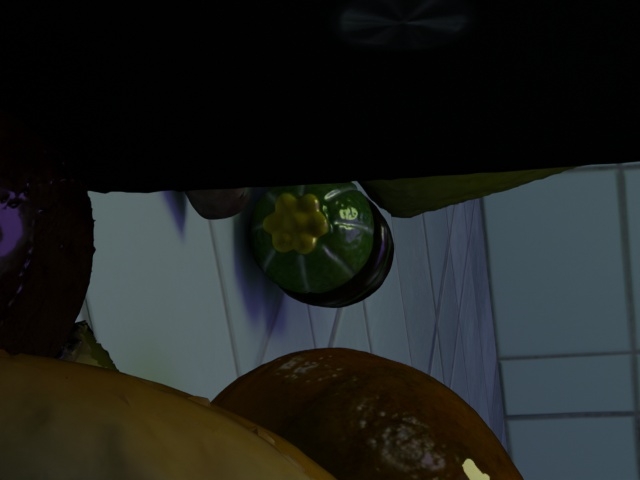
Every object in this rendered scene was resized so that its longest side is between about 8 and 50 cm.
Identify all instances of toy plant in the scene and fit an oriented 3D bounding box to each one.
[{"bbox_3d":[0.000,0.000,1.214,0.162,0.093,0.093,39,48,-76],"label":"toy plant"}]

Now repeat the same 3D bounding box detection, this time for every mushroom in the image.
[{"bbox_3d":[-0.131,0.008,0.590,0.127,0.087,0.127,-52,152,-43],"label":"mushroom"}]

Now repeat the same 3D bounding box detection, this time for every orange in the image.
[{"bbox_3d":[0.012,0.175,0.898,0.171,0.240,0.240,-13,101,-41],"label":"orange"}]

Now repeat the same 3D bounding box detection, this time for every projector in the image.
[{"bbox_3d":[0.030,-0.186,0.588,0.395,0.405,0.242,57,31,-69],"label":"projector"}]

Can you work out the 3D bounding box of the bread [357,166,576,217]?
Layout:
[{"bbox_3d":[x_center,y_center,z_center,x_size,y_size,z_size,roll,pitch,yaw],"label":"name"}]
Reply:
[{"bbox_3d":[0.124,-0.199,1.282,0.348,0.308,0.348,-22,90,-76],"label":"bread"}]

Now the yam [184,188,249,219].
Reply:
[{"bbox_3d":[-0.083,-0.101,0.930,0.264,0.046,0.046,73,17,-53],"label":"yam"}]

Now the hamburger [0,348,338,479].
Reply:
[{"bbox_3d":[-0.072,0.138,0.435,0.244,0.244,0.163,67,18,-60],"label":"hamburger"}]

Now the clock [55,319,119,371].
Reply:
[{"bbox_3d":[-0.095,0.179,0.696,0.277,0.071,0.293,-99,176,-68],"label":"clock"}]
